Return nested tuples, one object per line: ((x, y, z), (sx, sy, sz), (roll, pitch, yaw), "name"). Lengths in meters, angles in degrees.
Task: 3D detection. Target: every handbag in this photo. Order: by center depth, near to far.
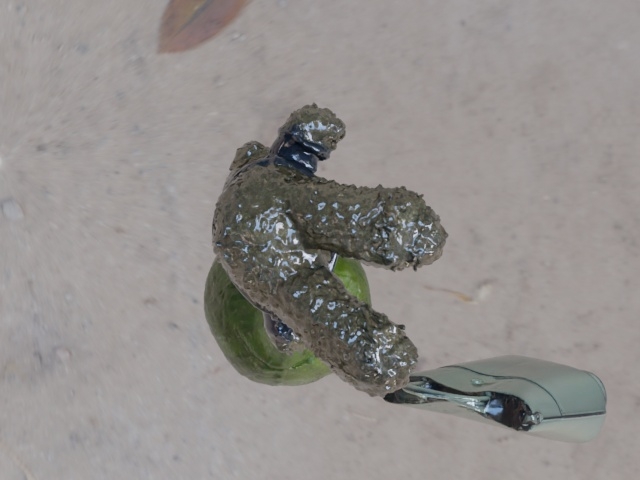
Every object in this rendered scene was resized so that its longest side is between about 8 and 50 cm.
((0.220, 0.219, 1.990), (0.315, 0.241, 0.109), (-1, 96, -50), "handbag")

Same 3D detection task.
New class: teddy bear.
((-0.017, -0.004, 1.055), (0.129, 0.251, 0.181), (15, 98, -27), "teddy bear")

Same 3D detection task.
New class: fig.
((-0.047, 0.080, 1.715), (0.203, 0.235, 0.203), (1, 97, 8), "fig")
